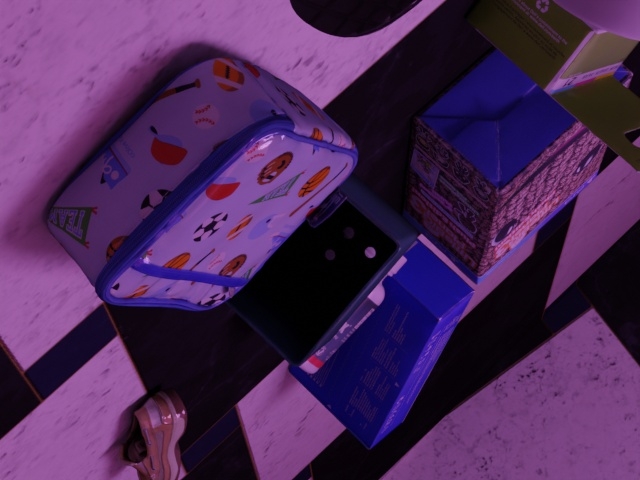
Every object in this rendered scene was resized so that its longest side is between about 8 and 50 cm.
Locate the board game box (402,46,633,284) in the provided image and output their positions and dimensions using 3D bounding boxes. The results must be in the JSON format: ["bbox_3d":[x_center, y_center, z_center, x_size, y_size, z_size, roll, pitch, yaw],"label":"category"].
[{"bbox_3d":[0.236,-0.114,2.091,0.232,0.141,0.291,-41,163,-15],"label":"board game box"}]

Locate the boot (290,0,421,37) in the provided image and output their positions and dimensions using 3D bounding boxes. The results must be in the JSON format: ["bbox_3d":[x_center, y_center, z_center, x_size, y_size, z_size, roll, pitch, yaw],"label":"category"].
[{"bbox_3d":[0.126,-0.288,1.440,0.338,0.118,0.223,-47,167,5],"label":"boot"}]

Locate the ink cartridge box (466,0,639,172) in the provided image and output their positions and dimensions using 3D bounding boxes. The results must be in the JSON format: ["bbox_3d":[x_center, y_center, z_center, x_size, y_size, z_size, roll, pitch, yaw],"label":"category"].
[{"bbox_3d":[0.313,-0.205,1.855,0.189,0.255,0.097,-21,151,-56],"label":"ink cartridge box"}]

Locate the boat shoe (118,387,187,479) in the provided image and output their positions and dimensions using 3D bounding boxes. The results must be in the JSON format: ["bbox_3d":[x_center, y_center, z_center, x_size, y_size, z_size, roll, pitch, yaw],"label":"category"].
[{"bbox_3d":[-0.210,0.247,2.016,0.072,0.068,0.190,-22,145,-28],"label":"boat shoe"}]

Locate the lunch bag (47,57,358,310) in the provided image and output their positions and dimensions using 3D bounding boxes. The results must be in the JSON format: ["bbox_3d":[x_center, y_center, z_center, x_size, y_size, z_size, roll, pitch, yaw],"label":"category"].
[{"bbox_3d":[-0.099,-0.036,1.501,0.243,0.115,0.303,-46,163,9],"label":"lunch bag"}]

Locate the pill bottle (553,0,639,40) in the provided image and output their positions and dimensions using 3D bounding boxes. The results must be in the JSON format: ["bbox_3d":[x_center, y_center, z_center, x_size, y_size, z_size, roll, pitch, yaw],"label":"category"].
[{"bbox_3d":[0.289,-0.338,1.248,0.210,0.210,0.363,-30,153,-43],"label":"pill bottle"}]

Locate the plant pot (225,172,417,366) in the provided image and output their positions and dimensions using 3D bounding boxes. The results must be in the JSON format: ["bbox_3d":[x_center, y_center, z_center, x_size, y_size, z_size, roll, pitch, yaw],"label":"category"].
[{"bbox_3d":[0.000,0.000,1.761,0.165,0.165,0.234,-50,171,15],"label":"plant pot"}]

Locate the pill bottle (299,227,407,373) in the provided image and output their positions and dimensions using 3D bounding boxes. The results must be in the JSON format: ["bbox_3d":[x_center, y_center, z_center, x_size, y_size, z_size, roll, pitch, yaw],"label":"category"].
[{"bbox_3d":[0.013,0.060,2.018,0.180,0.108,0.108,-47,164,2],"label":"pill bottle"}]

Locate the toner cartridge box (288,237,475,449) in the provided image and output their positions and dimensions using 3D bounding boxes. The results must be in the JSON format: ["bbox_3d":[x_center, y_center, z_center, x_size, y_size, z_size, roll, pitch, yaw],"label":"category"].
[{"bbox_3d":[0.073,0.122,2.217,0.075,0.165,0.348,-35,162,-32],"label":"toner cartridge box"}]
